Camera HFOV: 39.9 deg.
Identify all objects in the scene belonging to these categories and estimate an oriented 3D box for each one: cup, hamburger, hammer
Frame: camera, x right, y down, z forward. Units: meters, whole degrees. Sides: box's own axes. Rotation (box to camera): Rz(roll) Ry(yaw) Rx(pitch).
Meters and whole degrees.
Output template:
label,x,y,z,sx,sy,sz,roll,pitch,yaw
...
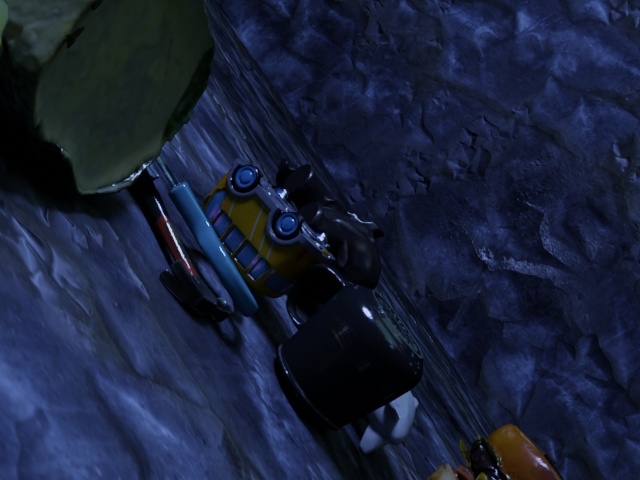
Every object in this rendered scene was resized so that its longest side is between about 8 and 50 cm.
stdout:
label,x,y,z,sx,sy,sz,roll,pitch,yaw
cup,0.027,0.146,1.249,0.223,0.176,0.169,54,11,18
hamburger,0.290,0.442,1.380,0.291,0.225,0.291,56,2,-2
hammer,-0.204,-0.025,1.137,0.288,0.033,0.111,59,9,28

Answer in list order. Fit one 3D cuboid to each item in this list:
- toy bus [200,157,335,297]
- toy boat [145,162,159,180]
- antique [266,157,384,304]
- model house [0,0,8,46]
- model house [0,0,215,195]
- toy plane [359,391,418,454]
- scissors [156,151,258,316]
label,x,y,z,sx,sy,sz,roll,pitch,yaw
toy bus,-0.090,-0.013,1.328,0.209,0.136,0.126,49,7,26
toy boat,-0.249,-0.118,1.248,0.096,0.034,0.122,64,2,-60
antique,0.000,0.000,1.665,0.255,0.185,0.322,41,15,-29
model house,-0.330,-0.105,0.565,0.194,0.170,0.211,54,34,-53
model house,-0.294,-0.230,0.947,0.266,0.261,0.321,31,-14,12
toy plane,0.076,0.229,1.426,0.245,0.117,0.245,63,-5,11
scissors,-0.204,-0.098,1.156,0.447,0.029,0.192,61,-5,-10
